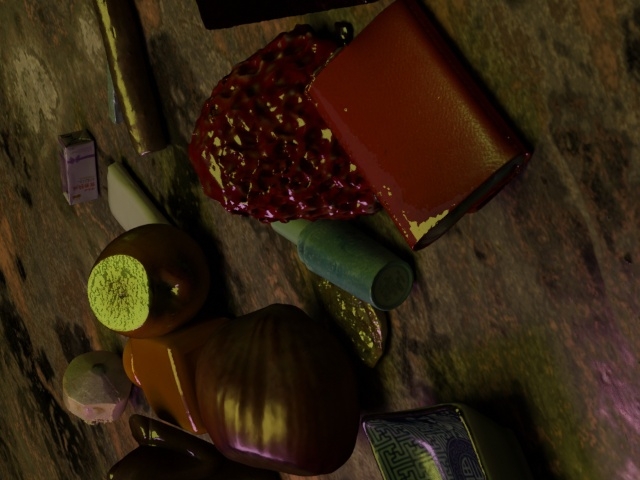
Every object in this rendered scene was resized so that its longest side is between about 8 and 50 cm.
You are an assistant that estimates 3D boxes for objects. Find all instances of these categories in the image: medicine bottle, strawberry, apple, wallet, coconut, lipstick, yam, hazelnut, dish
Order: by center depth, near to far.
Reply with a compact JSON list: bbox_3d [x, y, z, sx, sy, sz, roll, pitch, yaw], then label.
[{"bbox_3d":[0.087,-0.109,1.448,0.142,0.045,0.204,-42,65,19],"label":"wallet"},{"bbox_3d":[0.150,0.247,1.628,0.243,0.080,0.182,-22,90,66],"label":"dish"},{"bbox_3d":[-0.040,-0.100,1.630,0.234,0.178,0.234,40,146,35],"label":"strawberry"},{"bbox_3d":[0.000,0.000,1.742,0.274,0.068,0.061,33,138,49],"label":"lipstick"},{"bbox_3d":[-0.040,0.181,1.856,0.210,0.210,0.186,47,-175,38],"label":"hazelnut"},{"bbox_3d":[-0.256,-0.228,2.093,0.057,0.057,0.241,17,126,59],"label":"yam"},{"bbox_3d":[-0.231,0.054,2.126,0.147,0.163,0.146,11,120,55],"label":"apple"},{"bbox_3d":[-0.194,0.179,2.210,0.222,0.112,0.149,9,117,61],"label":"medicine bottle"},{"bbox_3d":[-0.261,-0.031,2.273,0.190,0.033,0.095,48,149,37],"label":"wallet"},{"bbox_3d":[-0.375,0.245,2.617,0.116,0.116,0.122,57,157,23],"label":"coconut"}]

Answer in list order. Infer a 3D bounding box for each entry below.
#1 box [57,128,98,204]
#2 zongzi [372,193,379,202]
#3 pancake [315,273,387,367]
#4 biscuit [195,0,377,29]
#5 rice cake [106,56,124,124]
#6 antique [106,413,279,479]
[{"bbox_3d":[-0.375,-0.113,2.410,0.036,0.050,0.117,-126,27,-43],"label":"box"},{"bbox_3d":[0.096,-0.108,1.499,0.154,0.062,0.130,-14,85,58],"label":"zongzi"},{"bbox_3d":[0.036,0.082,1.789,0.139,0.022,0.139,44,149,35],"label":"pancake"},{"bbox_3d":[-0.029,-0.283,1.579,0.388,0.073,0.107,6,116,61],"label":"biscuit"},{"bbox_3d":[-0.289,-0.215,2.200,0.022,0.021,0.121,45,148,32],"label":"rice cake"},{"bbox_3d":[-0.173,0.357,2.192,0.121,0.257,0.143,-19,48,64],"label":"antique"}]
